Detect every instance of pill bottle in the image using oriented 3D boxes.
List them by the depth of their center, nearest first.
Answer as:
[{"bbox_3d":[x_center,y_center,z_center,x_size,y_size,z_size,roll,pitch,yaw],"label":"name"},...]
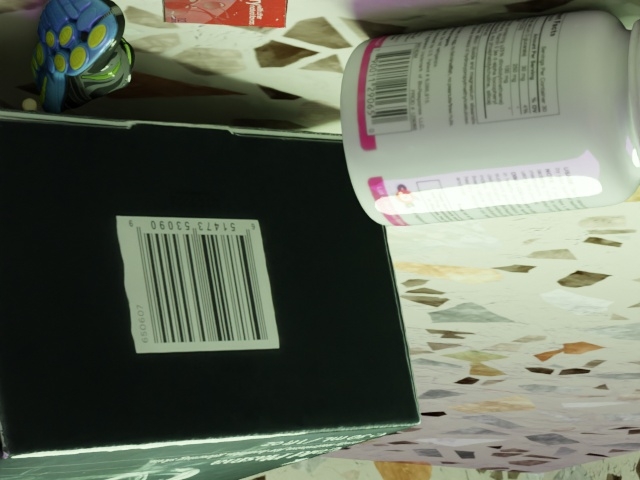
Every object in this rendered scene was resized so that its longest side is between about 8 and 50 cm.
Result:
[{"bbox_3d":[0.173,-0.101,1.603,0.283,0.160,0.160,-5,164,22],"label":"pill bottle"}]

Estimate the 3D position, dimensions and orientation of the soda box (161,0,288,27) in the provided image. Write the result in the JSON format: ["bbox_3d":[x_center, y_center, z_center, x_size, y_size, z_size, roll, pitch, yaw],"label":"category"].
[{"bbox_3d":[-0.061,-0.223,1.296,0.092,0.083,0.263,2,166,-3],"label":"soda box"}]

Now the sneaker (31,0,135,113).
[{"bbox_3d":[-0.189,-0.159,1.621,0.078,0.067,0.188,-17,170,-20],"label":"sneaker"}]

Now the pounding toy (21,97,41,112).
[{"bbox_3d":[-0.314,-0.129,1.668,0.181,0.094,0.206,-17,165,33],"label":"pounding toy"}]

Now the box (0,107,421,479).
[{"bbox_3d":[-0.252,0.096,1.829,0.480,0.297,0.471,1,165,-44],"label":"box"}]
